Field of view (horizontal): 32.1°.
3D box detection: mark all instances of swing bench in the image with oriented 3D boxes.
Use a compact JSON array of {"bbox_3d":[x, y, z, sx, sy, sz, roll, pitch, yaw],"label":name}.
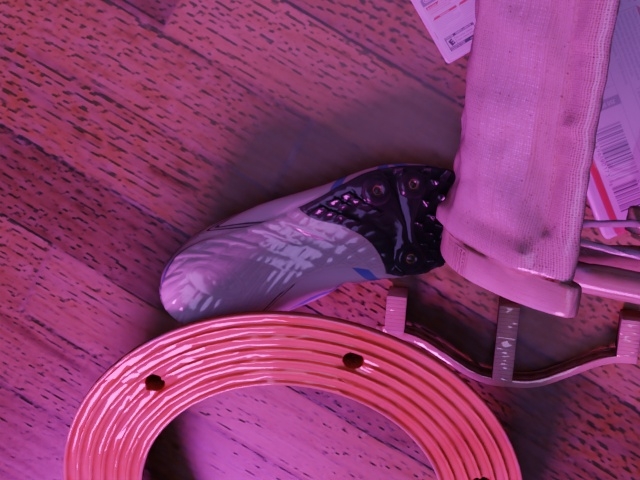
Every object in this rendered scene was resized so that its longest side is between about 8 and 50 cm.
[{"bbox_3d":[0.205,-0.091,0.644,0.254,0.165,0.253,6,106,5],"label":"swing bench"}]

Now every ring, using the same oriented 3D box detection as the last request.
[{"bbox_3d":[-0.021,0.184,0.815,0.336,0.032,0.337,2,121,4],"label":"ring"}]

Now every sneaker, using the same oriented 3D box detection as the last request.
[{"bbox_3d":[0.000,0.000,0.785,0.237,0.086,0.085,-17,101,-2],"label":"sneaker"}]

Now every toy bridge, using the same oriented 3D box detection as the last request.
[{"bbox_3d":[0.133,0.073,0.805,0.188,0.026,0.063,5,106,8],"label":"toy bridge"}]

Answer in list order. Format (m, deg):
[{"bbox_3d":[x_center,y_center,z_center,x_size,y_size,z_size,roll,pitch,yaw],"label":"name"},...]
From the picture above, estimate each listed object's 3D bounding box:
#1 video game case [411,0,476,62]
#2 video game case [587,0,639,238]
[{"bbox_3d":[0.093,-0.194,0.749,0.087,0.011,0.122,-29,99,15],"label":"video game case"},{"bbox_3d":[0.284,-0.144,0.720,0.285,0.025,0.204,-21,101,11],"label":"video game case"}]
